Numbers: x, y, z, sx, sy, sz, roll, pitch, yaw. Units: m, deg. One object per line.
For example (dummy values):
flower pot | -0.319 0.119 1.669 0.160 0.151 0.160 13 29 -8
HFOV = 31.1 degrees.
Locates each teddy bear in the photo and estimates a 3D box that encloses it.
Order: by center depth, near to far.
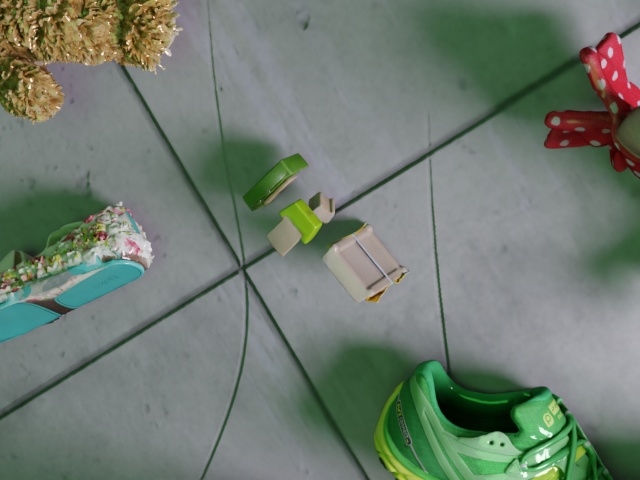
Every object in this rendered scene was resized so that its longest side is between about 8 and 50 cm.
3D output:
teddy bear | -0.280 -0.226 1.052 0.338 0.113 0.245 13 102 16

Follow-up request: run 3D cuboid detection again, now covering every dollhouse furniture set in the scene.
dollhouse furniture set | 0.000 0.000 1.021 0.152 0.076 0.058 50 124 6

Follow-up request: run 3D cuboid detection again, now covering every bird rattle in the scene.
bird rattle | 0.282 -0.047 0.852 0.143 0.207 0.253 -36 97 3

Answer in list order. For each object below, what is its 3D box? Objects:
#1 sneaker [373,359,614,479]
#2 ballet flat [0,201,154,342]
sneaker | 0.187 0.194 0.968 0.295 0.109 0.124 23 110 14
ballet flat | -0.266 0.035 1.122 0.241 0.091 0.077 -23 62 17
